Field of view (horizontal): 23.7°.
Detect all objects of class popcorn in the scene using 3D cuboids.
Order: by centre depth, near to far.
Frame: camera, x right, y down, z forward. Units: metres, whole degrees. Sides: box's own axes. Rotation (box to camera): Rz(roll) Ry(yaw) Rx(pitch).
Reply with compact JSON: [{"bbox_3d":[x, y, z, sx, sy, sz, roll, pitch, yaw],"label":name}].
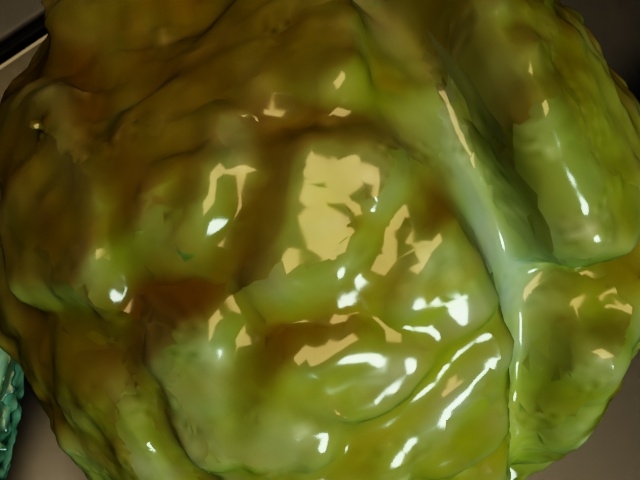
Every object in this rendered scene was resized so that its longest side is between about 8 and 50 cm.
[{"bbox_3d":[-0.006,-0.008,0.600,0.282,0.247,0.282,-13,58,21],"label":"popcorn"}]

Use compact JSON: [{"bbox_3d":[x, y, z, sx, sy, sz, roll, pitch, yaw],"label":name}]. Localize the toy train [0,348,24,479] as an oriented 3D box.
[{"bbox_3d":[-0.213,0.088,0.640,0.163,0.112,0.203,16,77,-10],"label":"toy train"}]
